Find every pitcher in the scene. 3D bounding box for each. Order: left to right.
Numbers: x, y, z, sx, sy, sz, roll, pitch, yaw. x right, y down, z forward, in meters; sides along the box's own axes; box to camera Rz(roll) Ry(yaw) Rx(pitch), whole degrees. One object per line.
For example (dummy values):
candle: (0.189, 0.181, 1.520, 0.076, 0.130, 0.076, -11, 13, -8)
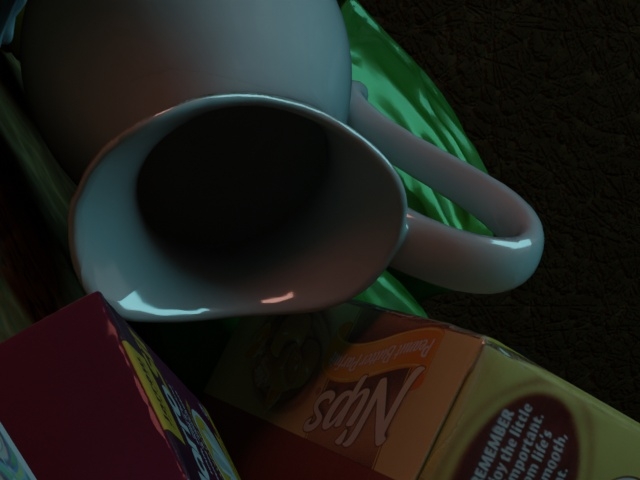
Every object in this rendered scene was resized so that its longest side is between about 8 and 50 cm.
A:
pitcher: (-0.020, -0.048, 0.625, 0.177, 0.125, 0.207, 12, 25, -22)

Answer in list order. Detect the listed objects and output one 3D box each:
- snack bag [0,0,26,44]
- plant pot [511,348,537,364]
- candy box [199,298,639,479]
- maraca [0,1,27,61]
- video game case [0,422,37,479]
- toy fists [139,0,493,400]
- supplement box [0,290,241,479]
snack bag: (-0.137, -0.285, 0.637, 0.342, 0.037, 0.323, -46, -119, 57)
plant pot: (0.080, 0.164, 0.896, 0.188, 0.167, 0.187, 61, 0, -10)
candy box: (0.119, 0.128, 0.653, 0.316, 0.087, 0.183, 31, -9, -24)
maraca: (-0.141, -0.143, 0.829, 0.185, 0.099, 0.127, 34, -6, -4)
video game case: (-0.056, 0.062, 0.264, 0.157, 0.019, 0.143, 60, -1, -10)
toy fists: (0.000, 0.000, 0.799, 0.142, 0.096, 0.279, 47, 36, -11)
supplement box: (-0.046, 0.057, 0.388, 0.055, 0.043, 0.083, 61, 1, 28)
